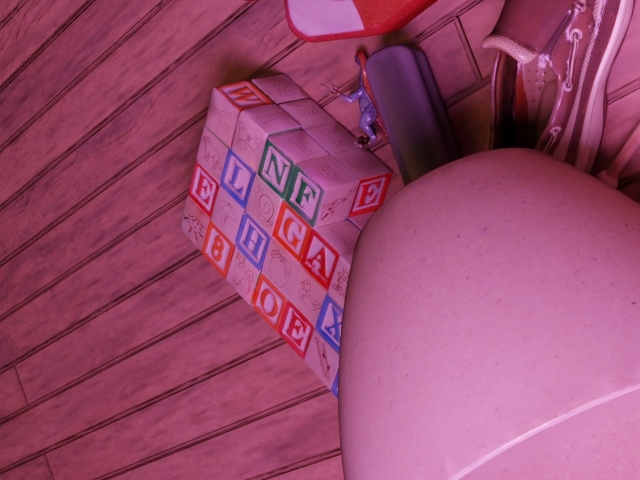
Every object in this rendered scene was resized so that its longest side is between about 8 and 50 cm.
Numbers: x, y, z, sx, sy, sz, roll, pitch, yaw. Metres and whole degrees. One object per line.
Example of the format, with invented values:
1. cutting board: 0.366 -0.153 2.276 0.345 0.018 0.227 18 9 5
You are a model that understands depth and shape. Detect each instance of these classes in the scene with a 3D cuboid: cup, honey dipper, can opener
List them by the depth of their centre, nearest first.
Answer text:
1. cup: 0.144 0.076 1.092 0.331 0.331 0.237 -56 48 44
2. honey dipper: 0.243 -0.092 1.124 0.030 0.030 0.161 54 142 24
3. can opener: 0.120 -0.037 1.276 0.093 0.074 0.280 -26 82 17

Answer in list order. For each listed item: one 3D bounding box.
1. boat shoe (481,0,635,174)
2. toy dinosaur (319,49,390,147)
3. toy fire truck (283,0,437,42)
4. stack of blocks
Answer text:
1. boat shoe: 0.171 -0.154 1.135 0.095 0.095 0.257 22 119 46
2. toy dinosaur: 0.046 -0.127 1.363 0.090 0.047 0.082 14 107 12
3. toy fire truck: 0.037 -0.315 1.213 0.254 0.169 0.302 -3 101 33
4. stack of blocks: 0.000 0.000 1.406 0.297 0.087 0.171 45 133 33
